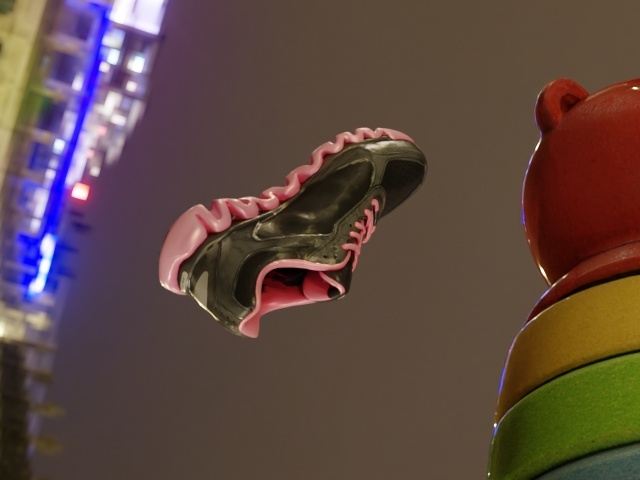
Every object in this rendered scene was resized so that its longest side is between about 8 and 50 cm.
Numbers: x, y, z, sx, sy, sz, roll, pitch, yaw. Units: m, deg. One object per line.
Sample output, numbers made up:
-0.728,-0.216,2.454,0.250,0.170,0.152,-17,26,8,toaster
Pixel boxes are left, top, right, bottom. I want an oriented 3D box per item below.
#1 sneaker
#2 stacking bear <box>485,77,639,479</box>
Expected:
0.000,0.000,0.626,0.057,0.119,0.047,42,-32,33,sneaker
0.139,0.064,0.628,0.164,0.175,0.289,-45,-143,48,stacking bear
